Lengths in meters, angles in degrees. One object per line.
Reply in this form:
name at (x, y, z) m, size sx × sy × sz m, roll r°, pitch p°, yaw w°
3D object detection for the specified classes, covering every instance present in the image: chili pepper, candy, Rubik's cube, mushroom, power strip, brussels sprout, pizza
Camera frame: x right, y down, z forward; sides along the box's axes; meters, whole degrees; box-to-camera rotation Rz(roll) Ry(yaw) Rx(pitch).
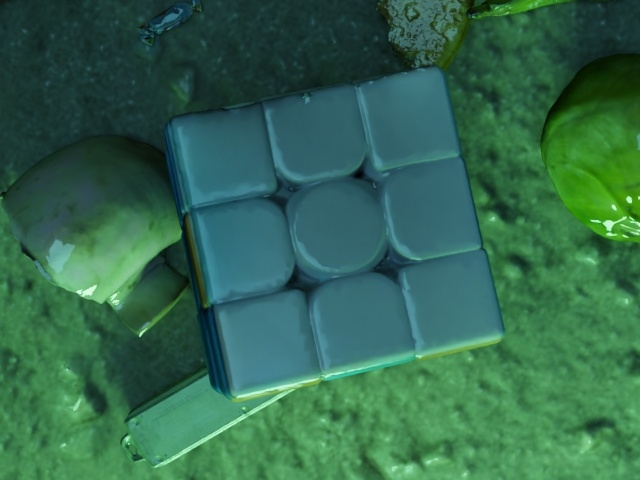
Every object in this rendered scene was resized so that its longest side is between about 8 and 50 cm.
chili pepper at (0.265, -0.283, 1.661) m, size 0.208 × 0.043 × 0.048 m, roll -11°, pitch 62°, yaw -1°
candy at (-0.175, -0.257, 1.698) m, size 0.083 × 0.020 × 0.030 m, roll -27°, pitch 94°, yaw 3°
Rubik's cube at (0.000, 0.000, 1.544) m, size 0.291 × 0.292 × 0.290 m, roll -11°, pitch 86°, yaw -8°
mushroom at (-0.236, -0.020, 1.651) m, size 0.173 × 0.162 × 0.236 m, roll -43°, pitch 94°, yaw 7°
power strip at (-0.114, 0.180, 1.720) m, size 0.272 × 0.052 × 0.078 m, roll -31°, pitch 93°, yaw 6°
brussels sprout at (0.352, -0.102, 1.618) m, size 0.223 × 0.161 × 0.223 m, roll 0°, pitch 88°, yaw 5°
pizza at (0.118, -0.303, 1.662) m, size 0.127 × 0.058 × 0.246 m, roll -16°, pitch 96°, yaw 3°

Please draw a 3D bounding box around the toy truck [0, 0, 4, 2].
toy truck at (-0.364, -0.350, 1.644) m, size 0.305 × 0.136 × 0.162 m, roll -21°, pitch 87°, yaw 2°
